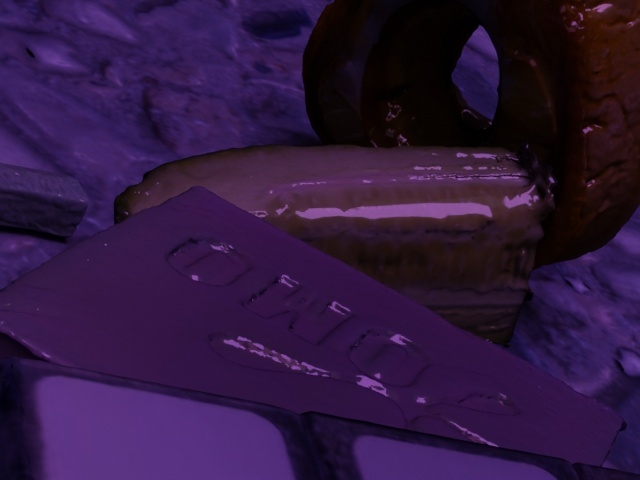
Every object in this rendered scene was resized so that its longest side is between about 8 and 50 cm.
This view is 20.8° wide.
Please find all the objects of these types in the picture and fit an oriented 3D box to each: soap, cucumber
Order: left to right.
[{"bbox_3d":[-0.012,0.104,0.889,0.296,0.107,0.285,27,21,9],"label":"soap"},{"bbox_3d":[-0.001,0.001,1.242,0.325,0.145,0.105,-2,28,-22],"label":"cucumber"}]

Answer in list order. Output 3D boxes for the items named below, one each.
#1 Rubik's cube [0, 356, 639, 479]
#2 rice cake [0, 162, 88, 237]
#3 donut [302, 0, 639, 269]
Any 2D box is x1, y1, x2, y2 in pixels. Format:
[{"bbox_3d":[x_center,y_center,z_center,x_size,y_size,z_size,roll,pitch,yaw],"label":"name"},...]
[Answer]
[{"bbox_3d":[0.016,0.290,0.566,0.362,0.358,0.363,14,33,-21],"label":"Rubik's cube"},{"bbox_3d":[-0.272,-0.036,1.161,0.245,0.042,0.045,5,34,-36],"label":"rice cake"},{"bbox_3d":[0.119,-0.128,1.385,0.160,0.330,0.330,-16,51,-45],"label":"donut"}]
